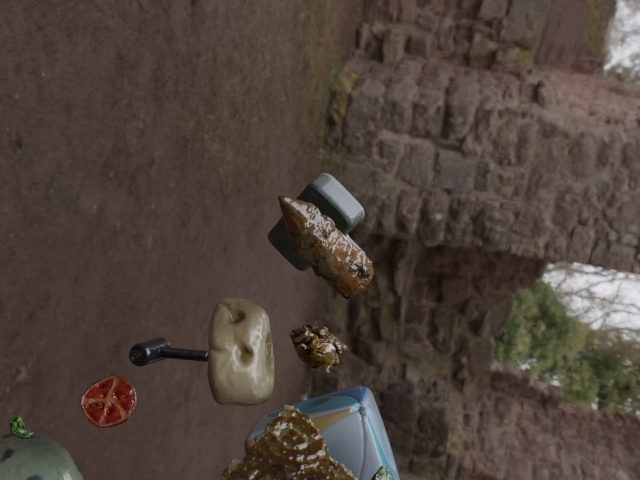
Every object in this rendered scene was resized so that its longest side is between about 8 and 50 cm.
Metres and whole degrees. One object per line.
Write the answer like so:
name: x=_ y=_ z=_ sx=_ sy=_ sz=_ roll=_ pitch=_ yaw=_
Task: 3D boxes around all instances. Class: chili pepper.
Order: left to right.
chili pepper: x=-0.716 y=0.452 z=1.547 sx=0.091 sy=0.030 sz=0.034 roll=78 pitch=18 yaw=-46

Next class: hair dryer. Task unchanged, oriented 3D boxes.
hair dryer: x=-0.413 y=0.326 z=1.862 sx=0.128 sy=0.256 sz=0.069 roll=0 pitch=90 yaw=-71

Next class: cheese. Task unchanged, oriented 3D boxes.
cheese: x=-0.154 y=0.222 z=1.273 sx=0.235 sy=0.117 sz=0.217 roll=-89 pitch=177 yaw=-79

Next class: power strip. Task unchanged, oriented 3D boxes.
power strip: x=0.008 y=-0.009 z=1.367 sx=0.059 sy=0.193 sz=0.265 roll=-44 pitch=180 yaw=-37

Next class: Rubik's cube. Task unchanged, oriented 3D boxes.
Rubik's cube: x=0.018 y=0.612 z=1.744 sx=0.351 sy=0.348 sz=0.351 roll=40 pitch=34 yaw=-80

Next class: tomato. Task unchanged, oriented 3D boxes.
tomato: x=-0.599 y=0.471 z=1.860 sx=0.069 sy=0.156 sz=0.155 roll=93 pitch=12 yaw=-57

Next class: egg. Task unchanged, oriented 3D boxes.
egg: x=-0.773 y=0.674 z=1.637 sx=0.428 sy=0.345 sz=0.344 roll=11 pitch=-90 yaw=56

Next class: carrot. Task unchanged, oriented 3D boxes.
carrot: x=0.000 y=0.000 z=1.163 sx=0.263 sy=0.102 sz=0.101 roll=49 pitch=46 yaw=-41

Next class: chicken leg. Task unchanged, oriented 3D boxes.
chicken leg: x=-0.010 y=0.215 z=1.323 sx=0.085 sy=0.101 sz=0.207 roll=-52 pitch=159 yaw=-7

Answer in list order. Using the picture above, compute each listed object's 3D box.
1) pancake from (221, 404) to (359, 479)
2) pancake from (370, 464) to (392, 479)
pancake: x=-0.022 y=0.363 z=1.009 sx=0.244 sy=0.266 sz=0.057 roll=-97 pitch=-160 yaw=-58
pancake: x=0.179 y=0.624 z=1.447 sx=0.054 sy=0.198 sz=0.376 roll=-80 pitch=160 yaw=-51
